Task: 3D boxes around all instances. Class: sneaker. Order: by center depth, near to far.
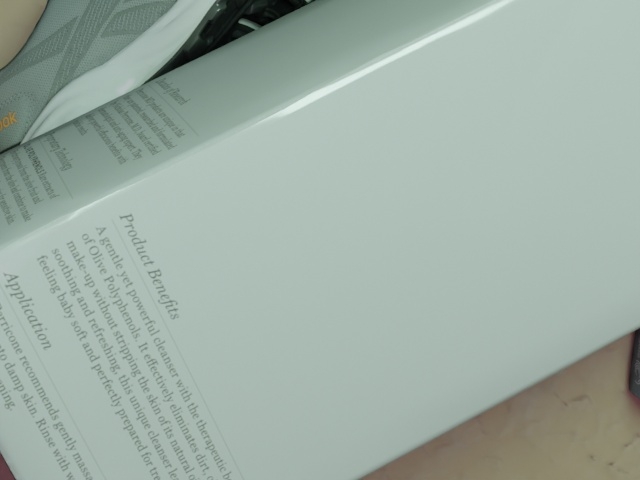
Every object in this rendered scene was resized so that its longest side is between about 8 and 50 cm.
[{"bbox_3d":[-0.086,-0.128,0.887,0.271,0.100,0.108,-39,70,10],"label":"sneaker"}]

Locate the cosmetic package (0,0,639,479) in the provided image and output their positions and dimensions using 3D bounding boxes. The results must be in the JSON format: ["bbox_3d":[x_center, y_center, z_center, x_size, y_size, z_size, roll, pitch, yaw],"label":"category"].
[{"bbox_3d":[0.000,0.000,0.807,0.365,0.155,0.197,-26,112,-9],"label":"cosmetic package"}]

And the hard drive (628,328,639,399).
[{"bbox_3d":[0.277,-0.006,0.895,0.172,0.054,0.254,13,109,4],"label":"hard drive"}]
